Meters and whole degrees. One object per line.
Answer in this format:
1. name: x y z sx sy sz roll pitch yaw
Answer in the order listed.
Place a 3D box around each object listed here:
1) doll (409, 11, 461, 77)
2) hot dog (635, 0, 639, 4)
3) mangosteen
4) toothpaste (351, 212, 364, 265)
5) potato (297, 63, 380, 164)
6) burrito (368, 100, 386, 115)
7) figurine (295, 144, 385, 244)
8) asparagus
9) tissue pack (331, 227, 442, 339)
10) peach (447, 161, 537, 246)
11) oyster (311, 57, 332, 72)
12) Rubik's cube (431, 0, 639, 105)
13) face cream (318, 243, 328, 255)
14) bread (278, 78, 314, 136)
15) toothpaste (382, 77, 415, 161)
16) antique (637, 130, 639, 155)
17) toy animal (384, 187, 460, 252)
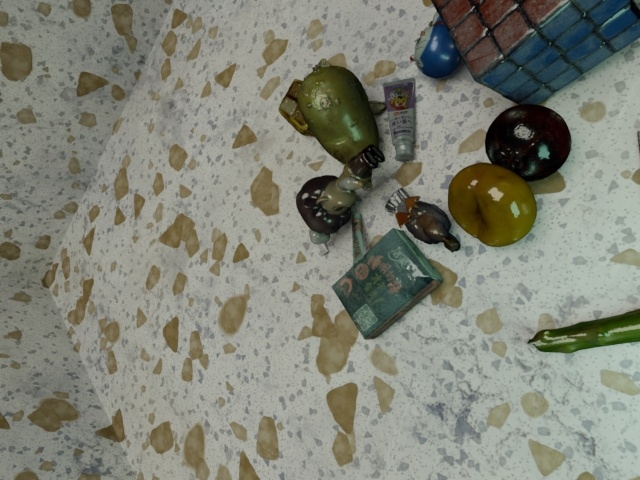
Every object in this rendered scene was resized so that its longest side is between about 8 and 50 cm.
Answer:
1. doll: 0.387 -0.653 1.403 0.161 0.215 0.257 18 83 -1
2. hot dog: 0.801 -0.737 1.173 0.144 0.075 0.268 -7 77 32
3. mangosteen: 0.569 -0.267 1.197 0.216 0.216 0.216 -7 78 35
4. toothpaste: 0.127 -0.009 1.514 0.056 0.036 0.205 -42 34 40
5. potato: 0.069 -0.421 1.508 0.219 0.269 0.359 -25 93 34
6. burrito: 0.180 -0.482 1.600 0.149 0.041 0.055 15 101 34
7. figurine: 0.082 -0.159 1.500 0.365 0.206 0.218 -27 25 37
8. asparagus: 0.695 0.226 1.085 0.343 0.085 0.082 -24 65 32
9. tissue pack: 0.207 0.143 1.439 0.316 0.103 0.228 -46 60 22
10. peach: 0.468 -0.094 1.220 0.251 0.153 0.251 43 151 31
11. oyster: 0.013 -0.647 1.743 0.103 0.051 0.148 -35 48 30
12. Rubik's cube: 0.547 -0.599 1.133 0.344 0.337 0.344 -34 63 42
13. face cream: 0.000 0.000 1.664 0.038 0.020 0.115 -30 69 28
14. bread: -0.062 -0.526 1.753 0.222 0.096 0.181 44 105 33
15. toothpaste: 0.276 -0.419 1.506 0.114 0.073 0.299 -6 75 16
16. antique: 0.820 -0.186 1.103 0.031 0.015 0.192 -6 78 36
17. toy animal: 0.311 -0.064 1.358 0.122 0.185 0.298 -62 30 12
